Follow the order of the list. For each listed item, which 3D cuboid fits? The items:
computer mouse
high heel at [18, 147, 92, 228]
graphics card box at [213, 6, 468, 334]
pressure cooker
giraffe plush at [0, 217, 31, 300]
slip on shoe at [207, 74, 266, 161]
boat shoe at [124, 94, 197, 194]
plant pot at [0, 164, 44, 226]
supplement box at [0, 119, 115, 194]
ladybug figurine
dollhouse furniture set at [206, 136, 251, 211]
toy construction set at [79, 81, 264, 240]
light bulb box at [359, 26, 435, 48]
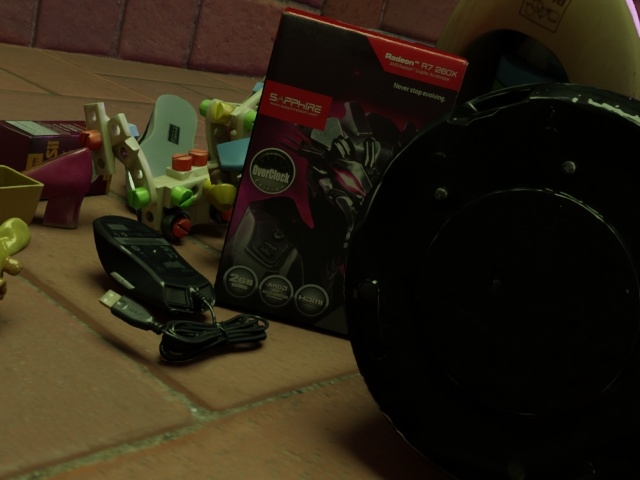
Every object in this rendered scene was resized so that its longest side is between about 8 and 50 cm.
[{"bbox_3d":[-0.201,0.060,0.945,0.262,0.060,0.184,36,19,23],"label":"computer mouse"},{"bbox_3d":[-0.436,-0.089,1.117,0.244,0.117,0.082,10,17,-17],"label":"high heel"},{"bbox_3d":[0.019,-0.077,1.037,0.232,0.371,0.094,16,13,-3],"label":"graphics card box"},{"bbox_3d":[0.269,0.042,0.830,0.375,0.370,0.420,-24,-9,30],"label":"pressure cooker"},{"bbox_3d":[-0.385,0.005,0.809,0.170,0.181,0.210,32,-3,-25],"label":"giraffe plush"},{"bbox_3d":[-0.110,-0.178,1.451,0.123,0.331,0.101,22,48,-23],"label":"slip on shoe"},{"bbox_3d":[-0.284,-0.132,1.427,0.113,0.105,0.306,20,37,-22],"label":"boat shoe"},{"bbox_3d":[-0.411,-0.042,1.041,0.081,0.083,0.081,24,18,26],"label":"plant pot"},{"bbox_3d":[-0.413,-0.127,1.291,0.080,0.104,0.188,23,18,25],"label":"supplement box"},{"bbox_3d":[0.284,-0.173,1.100,0.161,0.449,0.305,-21,50,-40],"label":"ladybug figurine"},{"bbox_3d":[0.000,0.000,1.226,0.303,0.286,0.198,-11,52,-7],"label":"dollhouse furniture set"},{"bbox_3d":[-0.197,-0.127,1.252,0.327,0.215,0.151,-11,29,-37],"label":"toy construction set"},{"bbox_3d":[0.116,-0.203,1.574,0.225,0.361,0.358,18,16,11],"label":"light bulb box"}]
